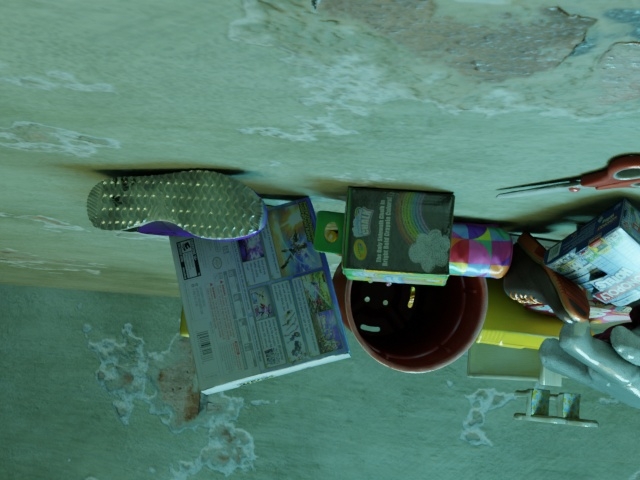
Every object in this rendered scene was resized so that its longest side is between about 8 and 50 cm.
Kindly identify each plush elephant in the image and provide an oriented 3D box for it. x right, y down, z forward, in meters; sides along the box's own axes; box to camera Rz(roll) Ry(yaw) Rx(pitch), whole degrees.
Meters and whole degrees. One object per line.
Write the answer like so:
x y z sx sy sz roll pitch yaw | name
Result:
0.622 0.176 1.671 0.330 0.255 0.272 28 167 18 | plush elephant

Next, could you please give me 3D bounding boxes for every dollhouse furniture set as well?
0.615 0.296 2.289 0.394 0.362 0.256 11 169 -35 | dollhouse furniture set

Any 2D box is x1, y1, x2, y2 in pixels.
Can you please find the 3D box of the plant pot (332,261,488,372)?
0.147 0.104 1.711 0.272 0.272 0.265 7 178 -13 | plant pot

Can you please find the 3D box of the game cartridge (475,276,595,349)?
0.433 0.155 2.003 0.324 0.052 0.285 7 -154 -18 | game cartridge

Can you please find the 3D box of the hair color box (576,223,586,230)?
0.620 0.035 1.461 0.347 0.105 0.174 0 169 31 | hair color box

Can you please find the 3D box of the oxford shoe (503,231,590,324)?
0.376 0.083 1.495 0.097 0.098 0.271 41 -166 -17 | oxford shoe

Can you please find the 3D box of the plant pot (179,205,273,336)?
-0.120 0.066 1.596 0.254 0.239 0.254 4 171 1 | plant pot

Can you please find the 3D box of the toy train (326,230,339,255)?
0.000 0.000 1.733 0.166 0.046 0.125 5 171 1 | toy train

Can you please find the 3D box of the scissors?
0.363 -0.072 1.178 0.109 0.021 0.297 7 169 -24 | scissors

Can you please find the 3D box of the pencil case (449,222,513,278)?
0.213 0.010 1.528 0.236 0.104 0.104 6 171 -12 | pencil case

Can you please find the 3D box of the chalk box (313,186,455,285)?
0.098 -0.005 1.385 0.213 0.132 0.132 5 171 6 | chalk box

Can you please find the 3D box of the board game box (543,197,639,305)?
0.476 0.044 1.349 0.194 0.060 0.194 29 146 -9 | board game box

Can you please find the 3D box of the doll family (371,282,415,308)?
0.222 0.125 2.173 0.163 0.118 0.263 1 170 18 | doll family

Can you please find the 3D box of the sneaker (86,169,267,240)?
-0.205 -0.054 1.379 0.293 0.102 0.146 5 178 20 | sneaker

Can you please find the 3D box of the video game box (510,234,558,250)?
0.344 0.026 1.724 0.187 0.048 0.205 6 171 -18 | video game box

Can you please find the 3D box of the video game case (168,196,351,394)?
-0.100 0.089 1.429 0.244 0.269 0.061 -15 164 3 | video game case

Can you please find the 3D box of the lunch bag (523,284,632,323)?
0.610 0.108 1.879 0.293 0.120 0.258 8 170 -20 | lunch bag
